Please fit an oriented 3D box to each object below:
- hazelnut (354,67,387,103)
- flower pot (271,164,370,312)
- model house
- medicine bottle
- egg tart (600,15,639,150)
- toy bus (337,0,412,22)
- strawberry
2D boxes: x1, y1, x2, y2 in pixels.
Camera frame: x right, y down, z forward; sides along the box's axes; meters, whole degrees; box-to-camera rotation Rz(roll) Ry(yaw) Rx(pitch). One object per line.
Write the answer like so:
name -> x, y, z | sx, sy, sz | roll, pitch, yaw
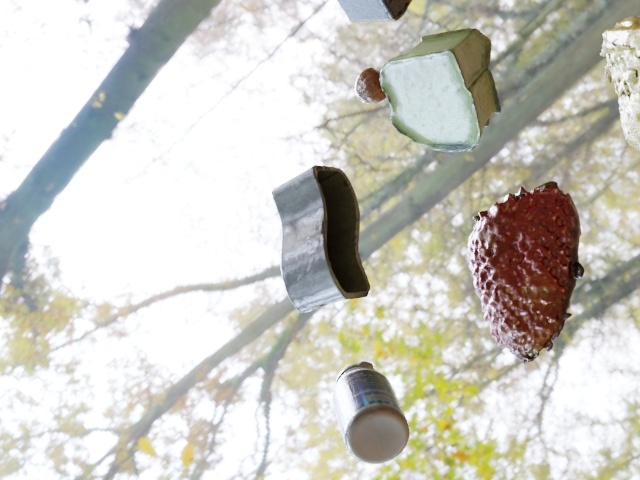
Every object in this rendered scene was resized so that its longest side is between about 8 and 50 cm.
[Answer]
hazelnut -> 0.120, -0.349, 2.203 | 0.086, 0.086, 0.086 | 29, -141, -26
flower pot -> 0.000, 0.000, 1.569 | 0.103, 0.108, 0.229 | 12, -116, -45
model house -> 0.259, -0.306, 1.924 | 0.189, 0.195, 0.214 | -45, -61, -41
medicine bottle -> 0.078, 0.280, 1.600 | 0.107, 0.107, 0.191 | 36, -170, -17
egg tart -> 0.390, -0.120, 0.925 | 0.294, 0.123, 0.294 | 20, -178, -1
toy bus -> 0.069, -0.537, 1.739 | 0.167, 0.138, 0.275 | -58, -46, -21
strawberry -> 0.344, 0.044, 1.667 | 0.138, 0.233, 0.306 | 25, -132, -28
